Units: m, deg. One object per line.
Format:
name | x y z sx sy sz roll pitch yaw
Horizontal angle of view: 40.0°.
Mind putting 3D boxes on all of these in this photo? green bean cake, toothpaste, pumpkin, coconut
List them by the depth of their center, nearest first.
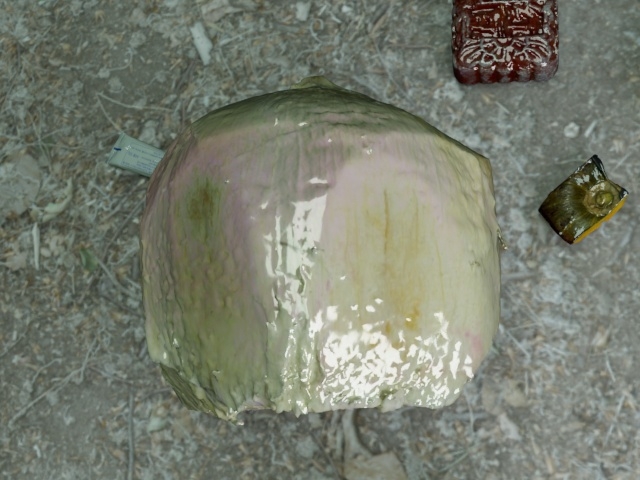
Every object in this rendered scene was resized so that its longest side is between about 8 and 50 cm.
coconut | 0.000 0.000 0.937 0.404 0.404 0.405 -3 75 12
pumpkin | 0.317 -0.046 1.059 0.101 0.035 0.073 -40 60 4
green bean cake | 0.235 -0.269 1.120 0.135 0.056 0.136 -1 76 11
toothpaste | -0.195 -0.094 1.189 0.218 0.033 0.052 22 78 20
